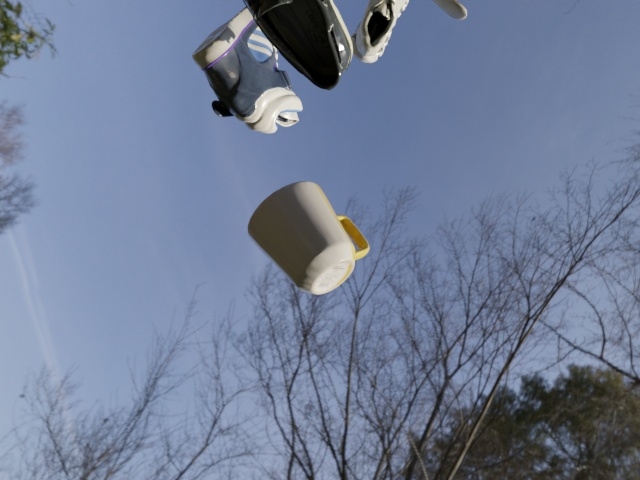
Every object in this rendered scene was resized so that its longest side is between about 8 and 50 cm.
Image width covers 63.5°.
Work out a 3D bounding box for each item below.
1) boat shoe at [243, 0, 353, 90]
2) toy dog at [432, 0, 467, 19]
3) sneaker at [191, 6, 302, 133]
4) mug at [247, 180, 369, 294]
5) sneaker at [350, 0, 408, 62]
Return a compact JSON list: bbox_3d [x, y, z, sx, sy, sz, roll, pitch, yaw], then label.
[{"bbox_3d":[-0.057,-0.371,0.799,0.127,0.113,0.340,-12,-41,24],"label":"boat shoe"},{"bbox_3d":[0.248,-0.475,0.841,0.334,0.161,0.220,33,-52,35],"label":"toy dog"},{"bbox_3d":[-0.127,-0.350,1.087,0.130,0.322,0.236,-25,-61,27],"label":"sneaker"},{"bbox_3d":[-0.002,-0.001,0.360,0.064,0.078,0.062,52,-19,28],"label":"mug"},{"bbox_3d":[0.162,-0.582,1.252,0.110,0.118,0.292,19,-83,-4],"label":"sneaker"}]
